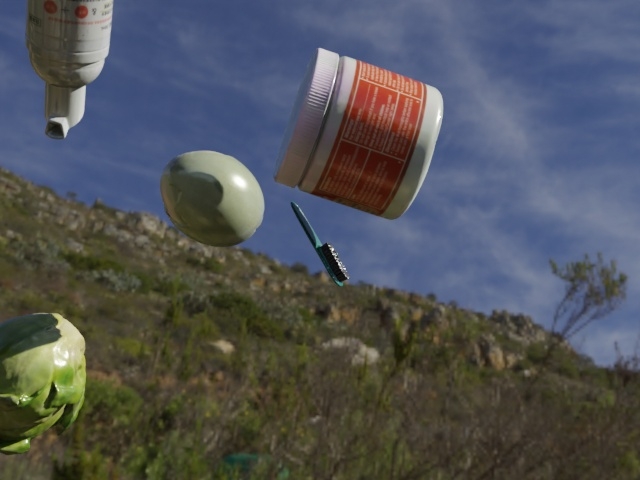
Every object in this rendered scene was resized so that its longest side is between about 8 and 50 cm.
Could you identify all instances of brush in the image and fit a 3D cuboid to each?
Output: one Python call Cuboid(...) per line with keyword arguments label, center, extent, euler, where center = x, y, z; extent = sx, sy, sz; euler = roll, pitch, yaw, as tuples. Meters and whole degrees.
Cuboid(label="brush", center=(0.000, 0.000, 1.621), extent=(0.032, 0.193, 0.043), euler=(-34, -18, 15))

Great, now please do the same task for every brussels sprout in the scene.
Cuboid(label="brussels sprout", center=(-0.592, 0.286, 1.738), extent=(0.227, 0.294, 0.259), euler=(30, -34, 5))

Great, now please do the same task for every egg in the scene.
Cuboid(label="egg", center=(-0.221, -0.091, 1.705), extent=(0.183, 0.183, 0.217), euler=(-12, -39, 28))

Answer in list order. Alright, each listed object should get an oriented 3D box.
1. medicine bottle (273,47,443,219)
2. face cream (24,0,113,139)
Cuboid(label="medicine bottle", center=(0.065, -0.187, 1.535), extent=(0.241, 0.252, 0.252), euler=(19, -34, -8))
Cuboid(label="face cream", center=(-0.437, -0.361, 1.486), extent=(0.145, 0.145, 0.369), euler=(12, -58, -6))
